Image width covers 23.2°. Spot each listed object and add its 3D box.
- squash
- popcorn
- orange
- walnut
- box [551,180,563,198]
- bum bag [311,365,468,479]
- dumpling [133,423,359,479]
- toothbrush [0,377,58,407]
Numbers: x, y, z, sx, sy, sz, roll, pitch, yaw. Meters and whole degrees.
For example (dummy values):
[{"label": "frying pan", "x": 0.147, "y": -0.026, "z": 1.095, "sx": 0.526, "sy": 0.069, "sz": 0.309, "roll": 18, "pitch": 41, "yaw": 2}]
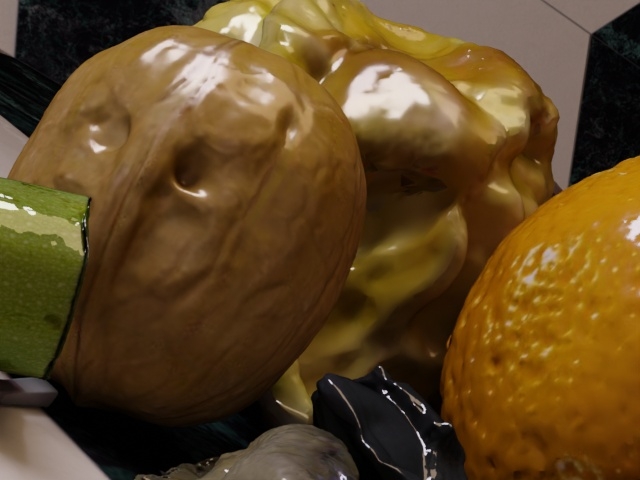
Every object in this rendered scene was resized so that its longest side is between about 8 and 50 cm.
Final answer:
[{"label": "squash", "x": -0.202, "y": 0.000, "z": 0.702, "sx": 0.188, "sy": 0.095, "sz": 0.095, "roll": 15, "pitch": 8, "yaw": -17}, {"label": "popcorn", "x": 0.000, "y": 0.000, "z": 1.105, "sx": 0.349, "sy": 0.349, "sz": 0.381, "roll": 31, "pitch": 33, "yaw": -9}, {"label": "orange", "x": 0.247, "y": 0.104, "z": 0.934, "sx": 0.341, "sy": 0.340, "sz": 0.293, "roll": 30, "pitch": -38, "yaw": -25}, {"label": "walnut", "x": -0.079, "y": -0.010, "z": 0.855, "sx": 0.193, "sy": 0.225, "sz": 0.193, "roll": 32, "pitch": -19, "yaw": 12}, {"label": "box", "x": 0.162, "y": 0.042, "z": 1.707, "sx": 0.239, "sy": 0.229, "sz": 0.339, "roll": 53, "pitch": -4, "yaw": -19}, {"label": "bum bag", "x": 0.038, "y": 0.121, "z": 0.813, "sx": 0.123, "sy": 0.060, "sz": 0.248, "roll": 59, "pitch": -10, "yaw": 4}, {"label": "dumpling", "x": -0.011, "y": 0.123, "z": 0.648, "sx": 0.166, "sy": 0.086, "sz": 0.332, "roll": 29, "pitch": 1, "yaw": -21}, {"label": "toothbrush", "x": -0.167, "y": 0.066, "z": 0.702, "sx": 0.014, "sy": 0.017, "sz": 0.194, "roll": 39, "pitch": 3, "yaw": 17}]
